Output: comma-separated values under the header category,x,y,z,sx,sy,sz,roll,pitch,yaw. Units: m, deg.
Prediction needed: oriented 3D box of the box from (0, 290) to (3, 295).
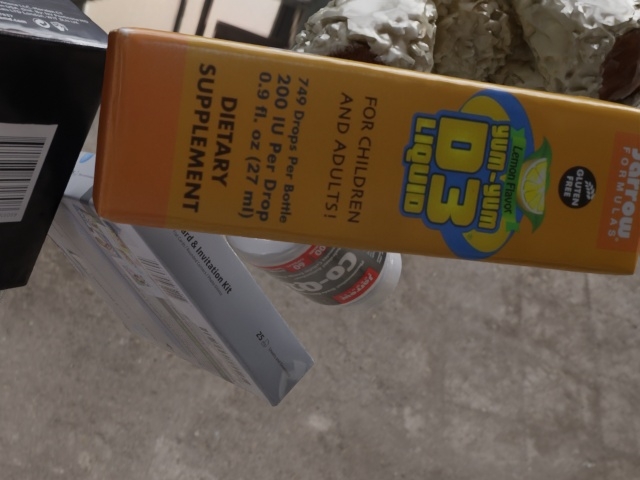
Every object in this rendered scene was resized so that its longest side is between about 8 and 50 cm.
category,x,y,z,sx,sy,sz,roll,pitch,yaw
box,-0.509,0.082,1.470,0.045,0.191,0.184,27,25,-10

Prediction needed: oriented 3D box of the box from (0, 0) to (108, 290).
category,x,y,z,sx,sy,sz,roll,pitch,yaw
box,-0.207,-0.078,0.510,0.158,0.156,0.093,42,27,27

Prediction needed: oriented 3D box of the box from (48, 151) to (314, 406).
category,x,y,z,sx,sy,sz,roll,pitch,yaw
box,-0.101,0.015,0.567,0.038,0.186,0.145,-46,120,-22

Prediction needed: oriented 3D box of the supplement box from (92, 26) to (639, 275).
category,x,y,z,sx,sy,sz,roll,pitch,yaw
supplement box,0.025,-0.037,0.413,0.233,0.078,0.080,5,9,-17

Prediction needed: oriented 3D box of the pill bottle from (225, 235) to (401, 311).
category,x,y,z,sx,sy,sz,roll,pitch,yaw
pill bottle,0.000,0.000,1.357,0.283,0.161,0.161,36,26,-55

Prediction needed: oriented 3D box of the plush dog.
category,x,y,z,sx,sy,sz,roll,pitch,yaw
plush dog,0.083,-0.120,0.714,0.262,0.225,0.211,-8,52,-12
